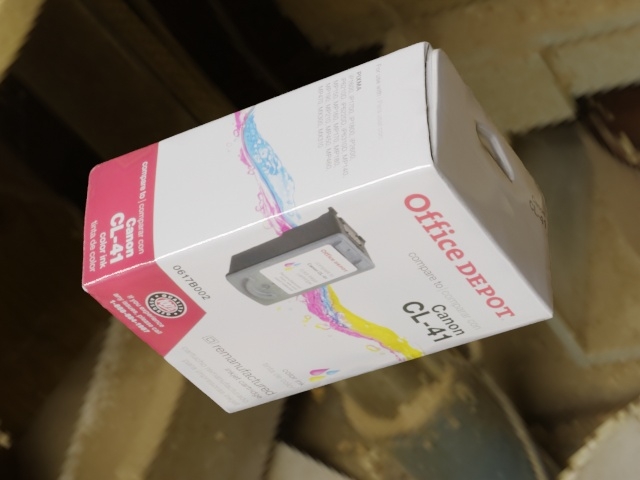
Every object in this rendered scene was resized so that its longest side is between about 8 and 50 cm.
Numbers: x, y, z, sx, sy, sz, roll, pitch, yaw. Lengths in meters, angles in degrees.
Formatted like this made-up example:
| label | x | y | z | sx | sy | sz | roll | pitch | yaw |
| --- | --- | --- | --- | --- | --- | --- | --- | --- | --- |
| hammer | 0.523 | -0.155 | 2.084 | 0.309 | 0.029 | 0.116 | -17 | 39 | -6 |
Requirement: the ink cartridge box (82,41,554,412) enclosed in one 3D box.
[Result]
| label | x | y | z | sx | sy | sz | roll | pitch | yaw |
| --- | --- | --- | --- | --- | --- | --- | --- | --- | --- |
| ink cartridge box | 0.000 | 0.000 | 1.370 | 0.306 | 0.226 | 0.131 | -18 | 49 | 24 |
